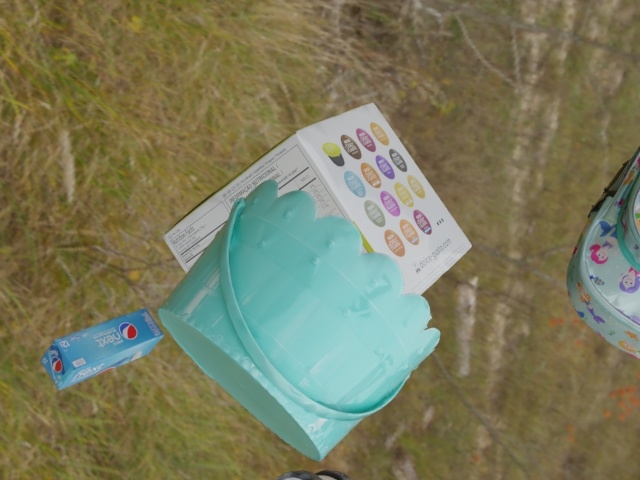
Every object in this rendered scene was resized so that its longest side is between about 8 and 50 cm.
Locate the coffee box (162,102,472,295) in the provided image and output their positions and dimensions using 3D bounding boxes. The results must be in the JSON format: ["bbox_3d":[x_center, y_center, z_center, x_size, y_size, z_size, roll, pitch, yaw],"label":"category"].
[{"bbox_3d":[0.000,0.000,1.693,0.338,0.334,0.337,-35,178,30],"label":"coffee box"}]

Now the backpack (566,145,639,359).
[{"bbox_3d":[0.414,0.012,1.088,0.253,0.225,0.191,-53,167,-10],"label":"backpack"}]

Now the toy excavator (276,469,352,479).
[{"bbox_3d":[0.049,0.688,1.717,0.433,0.445,0.222,-60,155,-2],"label":"toy excavator"}]

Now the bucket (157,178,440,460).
[{"bbox_3d":[-0.029,0.092,1.038,0.183,0.281,0.281,-48,143,-17],"label":"bucket"}]

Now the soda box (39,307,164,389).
[{"bbox_3d":[-0.384,0.190,1.687,0.210,0.067,0.071,-18,157,-51],"label":"soda box"}]
